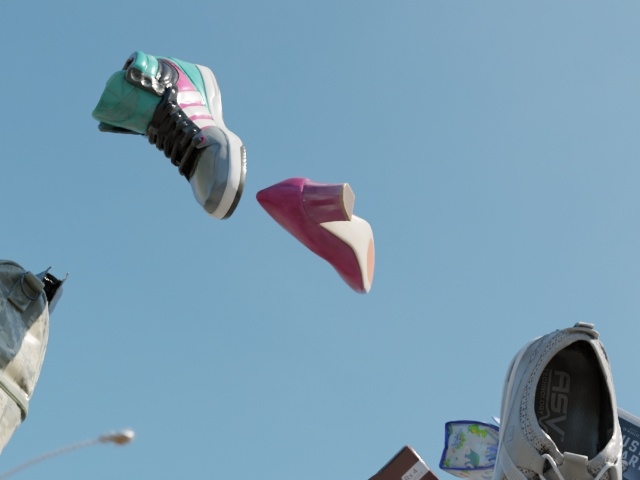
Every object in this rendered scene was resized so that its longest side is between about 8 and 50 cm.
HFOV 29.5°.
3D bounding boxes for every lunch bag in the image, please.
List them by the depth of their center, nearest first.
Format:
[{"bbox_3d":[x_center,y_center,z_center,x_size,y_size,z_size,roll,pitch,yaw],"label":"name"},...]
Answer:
[{"bbox_3d":[-0.505,0.161,1.543,0.305,0.256,0.213,-20,-61,33],"label":"lunch bag"},{"bbox_3d":[0.277,0.320,1.831,0.151,0.096,0.128,-6,-22,45],"label":"lunch bag"}]

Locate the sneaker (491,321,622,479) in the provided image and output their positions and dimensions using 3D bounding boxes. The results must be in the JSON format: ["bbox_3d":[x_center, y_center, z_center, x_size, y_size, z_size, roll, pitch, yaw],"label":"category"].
[{"bbox_3d":[0.170,0.192,0.900,0.105,0.281,0.115,3,-24,-1],"label":"sneaker"}]

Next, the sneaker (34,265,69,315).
[{"bbox_3d":[-0.390,0.086,1.695,0.051,0.089,0.170,28,-14,-9],"label":"sneaker"}]

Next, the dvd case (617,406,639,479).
[{"bbox_3d":[0.491,0.398,2.016,0.179,0.239,0.030,27,-28,21],"label":"dvd case"}]

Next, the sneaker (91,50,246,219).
[{"bbox_3d":[-0.211,-0.154,1.624,0.178,0.296,0.124,12,-54,-31],"label":"sneaker"}]

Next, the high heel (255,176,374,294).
[{"bbox_3d":[0.000,0.000,1.600,0.117,0.082,0.244,0,-27,16],"label":"high heel"}]

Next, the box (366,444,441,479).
[{"bbox_3d":[0.116,0.481,2.116,0.143,0.191,0.381,46,-10,12],"label":"box"}]
